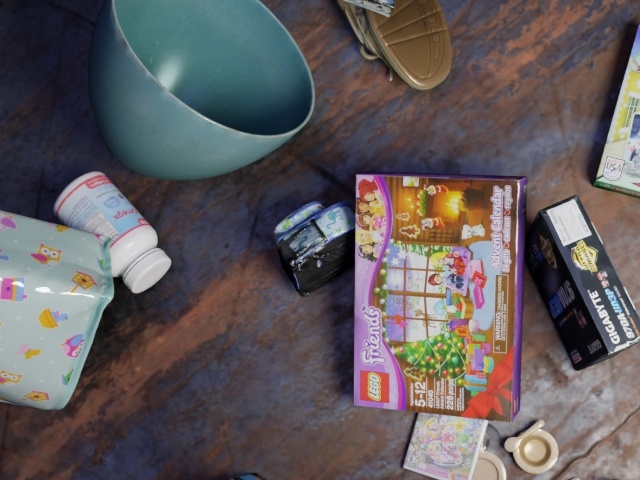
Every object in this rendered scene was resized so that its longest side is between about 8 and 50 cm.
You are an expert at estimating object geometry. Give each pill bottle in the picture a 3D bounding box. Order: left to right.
[{"bbox_3d":[-0.274,-0.009,1.461,0.087,0.087,0.160,-44,77,0],"label":"pill bottle"}]

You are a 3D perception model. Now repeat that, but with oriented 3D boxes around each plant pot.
[{"bbox_3d":[-0.180,-0.188,1.405,0.195,0.290,0.290,-44,73,36],"label":"plant pot"}]

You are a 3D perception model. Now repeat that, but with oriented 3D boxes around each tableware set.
[{"bbox_3d":[0.253,0.311,1.354,0.141,0.020,0.168,-32,77,3],"label":"tableware set"}]

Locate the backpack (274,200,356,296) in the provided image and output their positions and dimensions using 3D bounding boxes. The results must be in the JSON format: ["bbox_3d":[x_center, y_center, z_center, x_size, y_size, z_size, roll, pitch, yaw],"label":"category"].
[{"bbox_3d":[0.000,0.000,1.406,0.114,0.105,0.084,-30,66,-8],"label":"backpack"}]

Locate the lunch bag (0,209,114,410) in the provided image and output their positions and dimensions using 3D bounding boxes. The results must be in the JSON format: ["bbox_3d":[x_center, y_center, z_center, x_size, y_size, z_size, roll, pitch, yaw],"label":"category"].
[{"bbox_3d":[-0.399,0.100,1.376,0.223,0.160,0.262,14,126,-22],"label":"lunch bag"}]

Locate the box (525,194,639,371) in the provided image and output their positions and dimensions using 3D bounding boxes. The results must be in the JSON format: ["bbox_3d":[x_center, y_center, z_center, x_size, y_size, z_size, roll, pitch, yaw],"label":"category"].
[{"bbox_3d":[0.301,0.056,1.287,0.051,0.220,0.175,-23,78,-1],"label":"box"}]

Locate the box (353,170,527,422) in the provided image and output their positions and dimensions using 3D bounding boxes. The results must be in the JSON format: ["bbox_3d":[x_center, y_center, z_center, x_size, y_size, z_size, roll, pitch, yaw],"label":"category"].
[{"bbox_3d":[0.143,0.065,1.336,0.201,0.057,0.293,3,99,20],"label":"box"}]

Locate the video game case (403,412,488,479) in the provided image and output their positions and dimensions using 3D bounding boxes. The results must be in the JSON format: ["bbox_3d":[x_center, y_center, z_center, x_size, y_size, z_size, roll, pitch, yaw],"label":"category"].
[{"bbox_3d":[0.161,0.239,1.378,0.087,0.011,0.122,14,82,21],"label":"video game case"}]

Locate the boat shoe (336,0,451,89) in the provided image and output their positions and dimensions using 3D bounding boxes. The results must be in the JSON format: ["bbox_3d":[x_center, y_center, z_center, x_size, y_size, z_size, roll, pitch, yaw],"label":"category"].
[{"bbox_3d":[0.080,-0.318,1.466,0.105,0.089,0.285,-23,79,-22],"label":"boat shoe"}]

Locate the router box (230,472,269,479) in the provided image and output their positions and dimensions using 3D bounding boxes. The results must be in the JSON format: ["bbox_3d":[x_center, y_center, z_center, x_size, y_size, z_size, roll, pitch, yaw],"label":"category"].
[{"bbox_3d":[-0.027,0.347,1.335,0.179,0.133,0.046,28,87,12],"label":"router box"}]

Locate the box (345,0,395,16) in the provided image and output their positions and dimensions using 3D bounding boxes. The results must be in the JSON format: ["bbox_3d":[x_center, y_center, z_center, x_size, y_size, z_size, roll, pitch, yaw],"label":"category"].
[{"bbox_3d":[0.063,-0.364,1.412,0.094,0.027,0.137,17,68,-8],"label":"box"}]

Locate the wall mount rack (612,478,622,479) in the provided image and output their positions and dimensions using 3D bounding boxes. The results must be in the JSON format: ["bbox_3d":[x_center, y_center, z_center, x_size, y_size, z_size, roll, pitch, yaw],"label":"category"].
[{"bbox_3d":[0.467,0.408,1.245,0.304,0.130,0.350,10,83,11],"label":"wall mount rack"}]

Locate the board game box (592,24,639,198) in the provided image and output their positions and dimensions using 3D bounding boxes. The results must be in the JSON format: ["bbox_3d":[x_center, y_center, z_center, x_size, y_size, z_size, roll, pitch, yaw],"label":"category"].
[{"bbox_3d":[0.525,-0.130,1.372,0.317,0.046,0.213,15,84,12],"label":"board game box"}]
